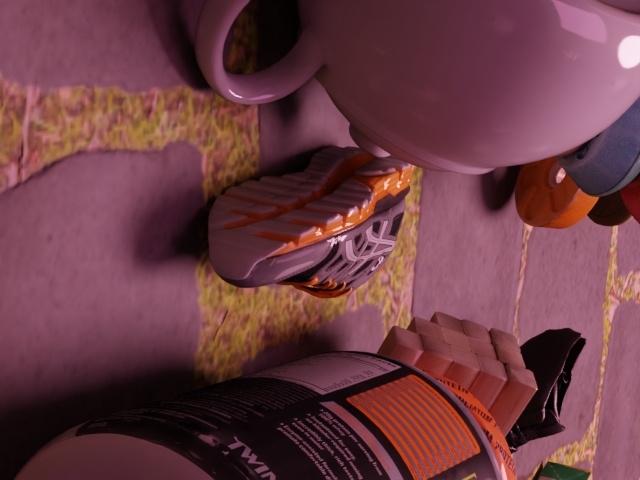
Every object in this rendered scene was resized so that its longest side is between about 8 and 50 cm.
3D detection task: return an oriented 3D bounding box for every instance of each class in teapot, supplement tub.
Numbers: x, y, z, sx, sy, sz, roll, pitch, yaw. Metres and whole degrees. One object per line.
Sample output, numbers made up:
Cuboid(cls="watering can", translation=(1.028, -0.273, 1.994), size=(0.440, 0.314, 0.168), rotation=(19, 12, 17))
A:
Cuboid(cls="teapot", translation=(0.074, -0.129, 0.963), size=(0.187, 0.256, 0.252), rotation=(-52, -171, 26))
Cuboid(cls="supplement tub", translation=(-0.018, 0.167, 0.872), size=(0.316, 0.193, 0.194), rotation=(-8, 105, -60))

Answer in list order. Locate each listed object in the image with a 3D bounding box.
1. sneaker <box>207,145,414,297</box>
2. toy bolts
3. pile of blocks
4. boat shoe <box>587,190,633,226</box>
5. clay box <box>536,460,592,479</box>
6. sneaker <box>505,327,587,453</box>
Cuboid(cls="sneaker", translation=(0.000, 0.000, 0.975), size=(0.215, 0.084, 0.083), rotation=(-25, 125, -58))
Cuboid(cls="toy bolts", translation=(0.187, -0.096, 1.227), size=(0.158, 0.228, 0.218), rotation=(21, 116, -24))
Cuboid(cls="pile of blocks", translation=(0.064, 0.194, 1.147), size=(0.113, 0.149, 0.362), rotation=(-98, -172, -60))
Cuboid(cls="boat shoe", translation=(0.298, -0.122, 1.489), size=(0.073, 0.080, 0.224), rotation=(10, 85, -57))
Cuboid(cls="clay box", translation=(0.228, 0.342, 1.529), size=(0.127, 0.053, 0.222), rotation=(-48, 140, -45))
Cuboid(cls="sneaker", translation=(0.162, 0.152, 1.309), size=(0.051, 0.089, 0.170), rotation=(38, 65, -59))
